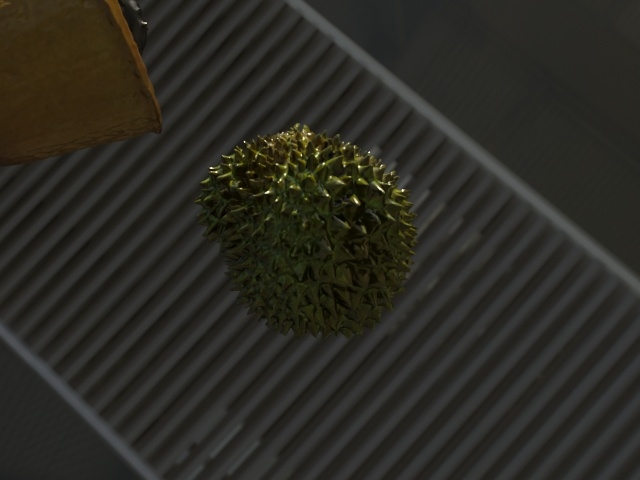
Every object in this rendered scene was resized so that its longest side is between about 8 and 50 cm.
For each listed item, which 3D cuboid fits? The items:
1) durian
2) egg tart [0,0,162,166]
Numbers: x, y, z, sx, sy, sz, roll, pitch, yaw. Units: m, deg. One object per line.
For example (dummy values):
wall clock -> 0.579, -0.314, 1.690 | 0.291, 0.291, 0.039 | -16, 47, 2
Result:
durian -> -0.001, -0.001, 1.273 | 0.200, 0.176, 0.237 | -36, -32, 9
egg tart -> -0.233, -0.167, 1.102 | 0.171, 0.215, 0.215 | -25, -19, -9
